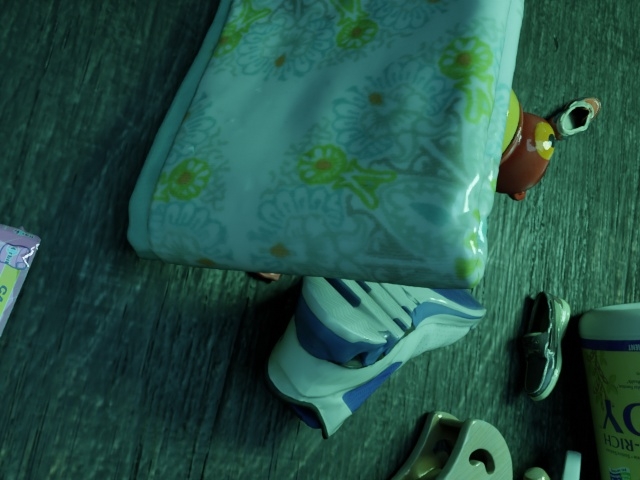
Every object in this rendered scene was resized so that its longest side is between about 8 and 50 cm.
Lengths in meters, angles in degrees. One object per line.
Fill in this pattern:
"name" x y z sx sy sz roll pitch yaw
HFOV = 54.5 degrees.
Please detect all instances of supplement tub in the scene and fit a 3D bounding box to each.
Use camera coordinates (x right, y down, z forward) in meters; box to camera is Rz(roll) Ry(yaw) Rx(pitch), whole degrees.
"supplement tub" 0.485 0.246 0.813 0.241 0.241 0.331 -3 83 -28

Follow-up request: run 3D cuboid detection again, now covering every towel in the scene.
"towel" 0.011 -0.141 0.584 0.090 0.320 0.374 49 50 -52

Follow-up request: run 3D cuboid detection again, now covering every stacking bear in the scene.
"stacking bear" 0.181 -0.149 0.769 0.289 0.164 0.175 25 63 -33

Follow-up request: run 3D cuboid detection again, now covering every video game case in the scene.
"video game case" 0.288 0.365 0.735 0.190 0.022 0.173 -5 99 -65

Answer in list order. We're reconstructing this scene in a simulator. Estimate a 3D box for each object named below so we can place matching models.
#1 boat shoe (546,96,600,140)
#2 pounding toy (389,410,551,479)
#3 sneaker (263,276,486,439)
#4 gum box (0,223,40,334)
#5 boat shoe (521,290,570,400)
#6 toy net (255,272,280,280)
"boat shoe" 0.389 -0.188 0.945 0.137 0.043 0.049 -29 94 -29
"pounding toy" 0.161 0.285 0.689 0.269 0.155 0.154 -13 91 -30
"sneaker" 0.040 0.105 0.674 0.127 0.182 0.315 49 28 23
"gum box" -0.325 0.063 0.525 0.107 0.062 0.188 23 73 -23
"boat shoe" 0.296 0.140 0.842 0.049 0.056 0.152 31 60 -15
"toy net" 0.000 0.000 0.713 0.232 0.045 0.122 23 71 -23
